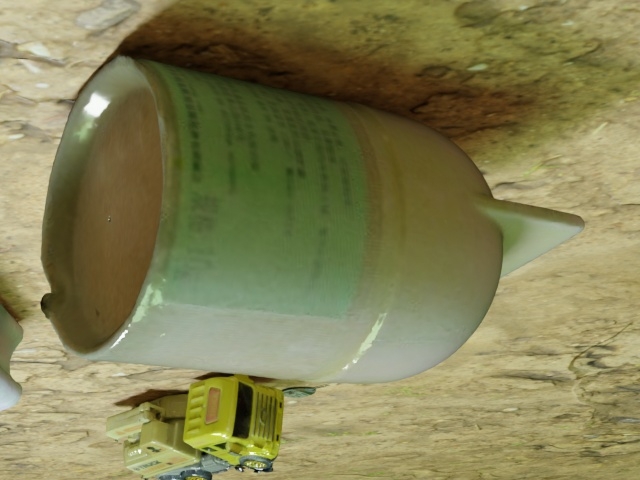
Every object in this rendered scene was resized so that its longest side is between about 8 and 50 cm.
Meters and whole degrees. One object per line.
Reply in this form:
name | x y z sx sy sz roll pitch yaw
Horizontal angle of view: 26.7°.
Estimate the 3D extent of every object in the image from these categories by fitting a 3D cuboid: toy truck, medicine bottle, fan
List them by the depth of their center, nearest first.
medicine bottle | 0.000 0.000 1.118 0.406 0.235 0.236 8 155 -33
toy truck | -0.190 0.275 1.974 0.272 0.124 0.157 -20 145 41
fan | -0.030 0.228 2.050 0.060 0.003 0.080 6 157 -30

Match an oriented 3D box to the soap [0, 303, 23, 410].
soap | -0.456 0.121 1.494 0.208 0.115 0.347 -5 160 0
